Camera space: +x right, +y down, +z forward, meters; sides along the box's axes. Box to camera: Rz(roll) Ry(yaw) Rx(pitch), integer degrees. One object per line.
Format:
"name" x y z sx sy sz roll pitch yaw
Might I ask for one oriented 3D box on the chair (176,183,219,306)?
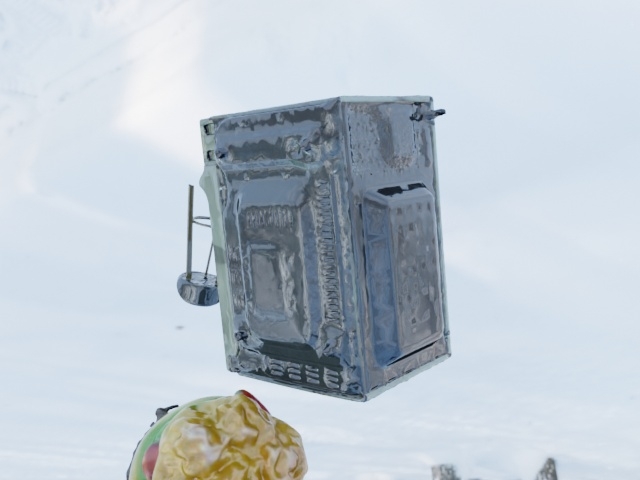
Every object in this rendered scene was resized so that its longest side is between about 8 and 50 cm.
"chair" -0.203 0.006 1.257 0.104 0.221 0.095 12 -173 0

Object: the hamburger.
"hamburger" -0.115 0.303 0.845 0.237 0.237 0.149 14 157 -31

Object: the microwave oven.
"microwave oven" 0.000 0.000 0.890 0.286 0.354 0.219 3 -169 43
